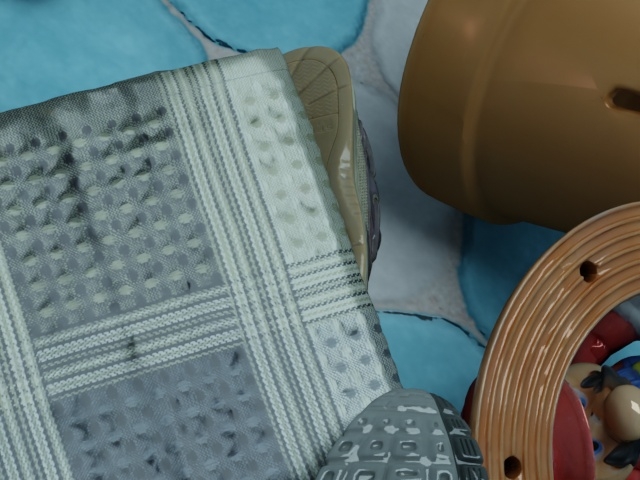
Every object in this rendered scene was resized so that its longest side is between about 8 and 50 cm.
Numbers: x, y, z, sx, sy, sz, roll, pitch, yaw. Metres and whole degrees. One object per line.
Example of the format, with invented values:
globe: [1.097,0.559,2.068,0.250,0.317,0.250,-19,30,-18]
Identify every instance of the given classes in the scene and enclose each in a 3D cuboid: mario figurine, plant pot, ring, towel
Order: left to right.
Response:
towel: [-0.116,0.051,0.980,0.312,0.056,0.324,-15,77,-17]
plant pot: [0.226,-0.116,1.162,0.203,0.291,0.291,33,42,31]
mario figurine: [0.242,0.129,1.115,0.320,0.170,0.198,-5,35,-40]
ring: [0.233,0.141,1.022,0.336,0.032,0.336,5,81,-29]

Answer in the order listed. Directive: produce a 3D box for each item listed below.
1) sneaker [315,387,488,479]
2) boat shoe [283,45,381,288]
sneaker: [0.033,0.235,0.915,0.111,0.129,0.297,8,78,0]
boat shoe: [0.000,0.000,1.119,0.092,0.103,0.285,42,42,-56]
